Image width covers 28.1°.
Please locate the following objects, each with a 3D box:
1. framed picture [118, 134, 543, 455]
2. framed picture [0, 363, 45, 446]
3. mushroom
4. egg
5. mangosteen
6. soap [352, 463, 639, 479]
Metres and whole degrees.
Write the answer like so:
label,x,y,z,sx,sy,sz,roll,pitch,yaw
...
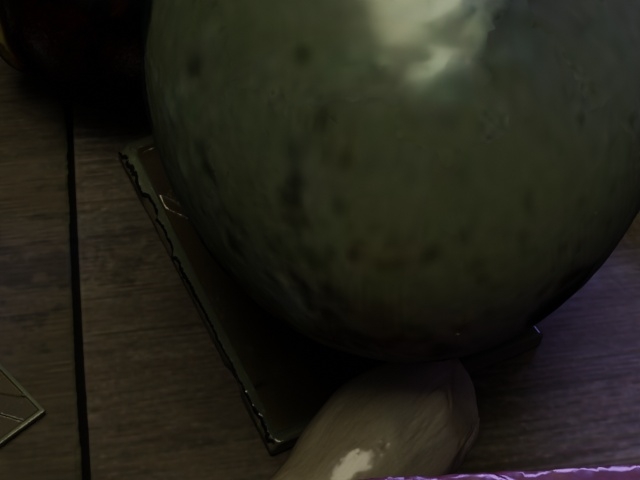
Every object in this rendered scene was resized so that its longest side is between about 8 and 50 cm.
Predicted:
label,x,y,z,sx,sy,sz,roll,pitch,yaw
framed picture,0.000,0.000,0.941,0.213,0.016,0.289,-20,56,-16
framed picture,-0.236,0.106,0.856,0.089,0.007,0.066,39,60,24
mushroom,0.016,0.145,0.779,0.212,0.097,0.088,-38,72,-24
egg,0.056,-0.120,0.808,0.344,0.345,0.428,0,56,-2
mangosteen,-0.177,-0.197,0.998,0.230,0.194,0.194,0,45,36
soap,0.096,0.221,0.639,0.359,0.233,0.128,-2,51,-3
